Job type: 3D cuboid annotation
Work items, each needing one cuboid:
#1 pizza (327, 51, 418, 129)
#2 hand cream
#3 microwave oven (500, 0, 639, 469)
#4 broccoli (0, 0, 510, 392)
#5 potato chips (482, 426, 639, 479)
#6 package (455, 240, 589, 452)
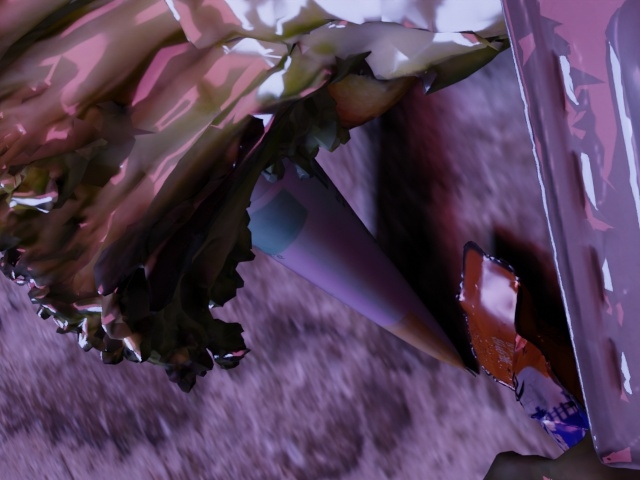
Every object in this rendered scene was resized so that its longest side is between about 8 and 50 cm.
[{"bbox_3d":[-0.044,-0.105,0.815,0.246,0.058,0.127,39,145,35],"label":"pizza"},{"bbox_3d":[0.000,0.000,0.799,0.076,0.047,0.174,32,171,47],"label":"hand cream"},{"bbox_3d":[0.157,-0.039,0.337,0.208,0.162,0.122,1,117,31],"label":"microwave oven"},{"bbox_3d":[0.006,-0.123,0.562,0.361,0.221,0.252,-29,72,39],"label":"broccoli"},{"bbox_3d":[0.179,0.189,0.510,0.373,0.097,0.389,3,102,31],"label":"potato chips"},{"bbox_3d":[0.088,0.053,0.756,0.077,0.033,0.110,55,179,-43],"label":"package"}]
